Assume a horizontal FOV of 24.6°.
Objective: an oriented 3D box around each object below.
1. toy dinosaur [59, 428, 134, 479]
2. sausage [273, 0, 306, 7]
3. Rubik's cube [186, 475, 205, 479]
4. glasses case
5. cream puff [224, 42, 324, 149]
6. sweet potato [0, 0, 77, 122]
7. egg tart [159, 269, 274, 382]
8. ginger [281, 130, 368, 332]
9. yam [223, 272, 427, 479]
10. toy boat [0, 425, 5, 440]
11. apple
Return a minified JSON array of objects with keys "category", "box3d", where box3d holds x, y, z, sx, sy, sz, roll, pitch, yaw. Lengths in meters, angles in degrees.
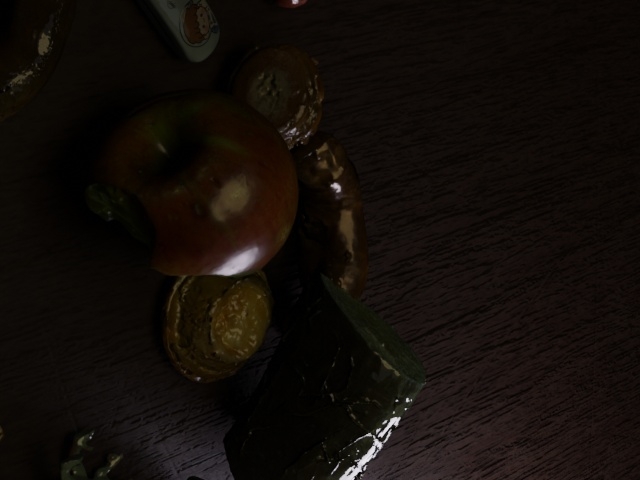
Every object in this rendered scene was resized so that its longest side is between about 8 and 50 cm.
[{"category":"toy dinosaur","box3d":[-0.301,0.317,1.772,0.242,0.053,0.167,-7,109,-55]},{"category":"sausage","box3d":[-0.039,-0.351,1.928,0.054,0.059,0.094,-10,126,-17]},{"category":"Rubik's cube","box3d":[-0.115,0.479,1.863,0.237,0.237,0.238,-48,132,-30]},{"category":"glasses case","box3d":[-0.183,-0.295,1.800,0.067,0.045,0.178,-55,132,-24]},{"category":"cream puff","box3d":[-0.057,-0.180,1.905,0.103,0.126,0.144,58,40,-73]},{"category":"sweet potato","box3d":[-0.329,-0.244,1.625,0.112,0.085,0.286,29,75,-41]},{"category":"egg tart","box3d":[-0.125,0.100,1.914,0.191,0.074,0.191,-12,108,-43]},{"category":"ginger","box3d":[0.006,-0.008,2.012,0.133,0.107,0.309,-35,126,-54]},{"category":"yam","box3d":[0.002,0.222,1.948,0.202,0.201,0.271,30,106,-41]},{"category":"toy boat","box3d":[-0.416,0.153,1.599,0.068,0.088,0.226,-51,129,-29]},{"category":"apple","box3d":[-0.147,-0.050,1.741,0.246,0.246,0.226,-59,150,-22]}]
